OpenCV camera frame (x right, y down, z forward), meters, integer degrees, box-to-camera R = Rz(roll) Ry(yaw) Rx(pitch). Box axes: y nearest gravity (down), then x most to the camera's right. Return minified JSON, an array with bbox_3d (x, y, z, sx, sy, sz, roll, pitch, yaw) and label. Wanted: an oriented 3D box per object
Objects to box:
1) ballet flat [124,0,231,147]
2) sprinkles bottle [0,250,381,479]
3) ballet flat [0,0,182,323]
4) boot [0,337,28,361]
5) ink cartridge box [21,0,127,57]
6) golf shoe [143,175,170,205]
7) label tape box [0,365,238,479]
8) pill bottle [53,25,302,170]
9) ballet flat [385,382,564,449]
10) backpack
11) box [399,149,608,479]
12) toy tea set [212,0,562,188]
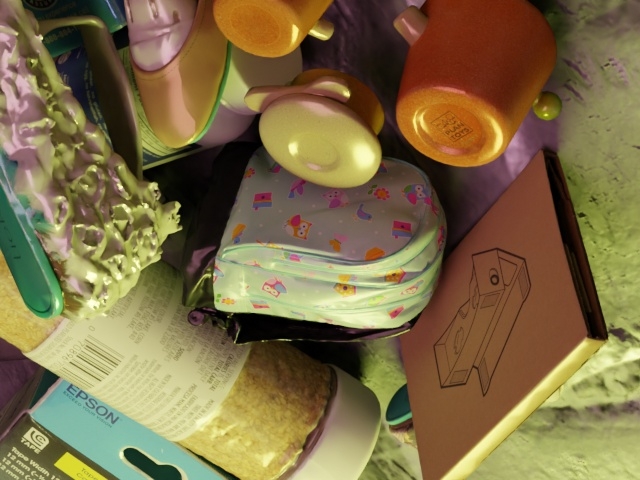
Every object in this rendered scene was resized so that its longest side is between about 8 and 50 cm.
[{"bbox_3d":[-0.098,-0.179,0.983,0.080,0.073,0.232,-5,72,40],"label":"ballet flat"},{"bbox_3d":[-0.122,0.082,1.138,0.355,0.121,0.121,34,135,-20],"label":"sprinkles bottle"},{"bbox_3d":[-0.214,-0.140,0.963,0.147,0.147,0.408,-8,115,36],"label":"ballet flat"},{"bbox_3d":[-0.369,0.110,1.321,0.338,0.223,0.118,-13,110,37],"label":"boot"},{"bbox_3d":[-0.257,-0.280,1.065,0.223,0.129,0.307,-15,110,38],"label":"ink cartridge box"},{"bbox_3d":[-0.242,-0.077,1.205,0.273,0.105,0.120,22,123,19],"label":"golf shoe"},{"bbox_3d":[-0.184,0.232,1.326,0.249,0.115,0.348,36,131,-11],"label":"label tape box"},{"bbox_3d":[-0.110,-0.116,1.088,0.187,0.112,0.112,-14,110,37],"label":"pill bottle"},{"bbox_3d":[0.133,0.105,1.110,0.079,0.077,0.221,31,138,-12],"label":"ballet flat"},{"bbox_3d":[0.000,0.000,1.071,0.182,0.152,0.115,11,150,10],"label":"backpack"},{"bbox_3d":[0.120,0.060,1.034,0.021,0.164,0.201,14,135,-24],"label":"box"},{"bbox_3d":[0.023,-0.178,0.913,0.200,0.124,0.336,2,139,28],"label":"toy tea set"}]
